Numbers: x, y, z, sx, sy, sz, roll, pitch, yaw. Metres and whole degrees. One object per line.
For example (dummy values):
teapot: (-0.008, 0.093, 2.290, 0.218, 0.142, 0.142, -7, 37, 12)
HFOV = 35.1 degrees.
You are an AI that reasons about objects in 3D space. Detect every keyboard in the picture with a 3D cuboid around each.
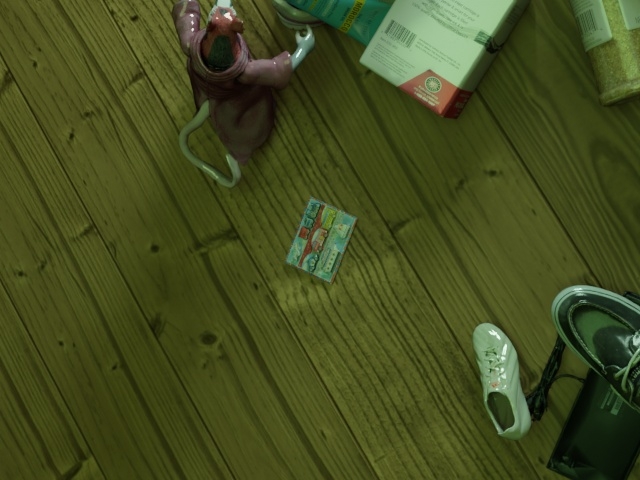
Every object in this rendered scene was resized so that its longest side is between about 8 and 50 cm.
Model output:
keyboard: (0.437, 0.230, 1.603, 0.201, 0.033, 0.317, 24, 101, 13)

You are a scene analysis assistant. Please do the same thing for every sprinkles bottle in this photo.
sprinkles bottle: (0.428, -0.385, 1.519, 0.121, 0.121, 0.356, -17, 88, 21)

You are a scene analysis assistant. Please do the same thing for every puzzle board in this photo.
puzzle board: (0.000, 0.000, 1.768, 0.096, 0.011, 0.128, 25, 102, 18)

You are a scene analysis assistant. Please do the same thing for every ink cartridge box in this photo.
ink cartridge box: (0.202, -0.340, 1.620, 0.172, 0.100, 0.237, 36, 106, 15)

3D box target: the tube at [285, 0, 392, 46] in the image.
tube: (0.009, -0.382, 1.616, 0.207, 0.052, 0.080, 20, 128, -22)

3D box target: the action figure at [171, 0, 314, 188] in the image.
action figure: (-0.173, -0.278, 1.624, 0.248, 0.370, 0.276, 31, 83, 3)

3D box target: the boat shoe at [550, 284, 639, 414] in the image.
boat shoe: (0.487, 0.189, 1.506, 0.335, 0.119, 0.121, 39, 104, 9)

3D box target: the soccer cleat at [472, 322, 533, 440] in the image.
soccer cleat: (0.284, 0.221, 1.615, 0.068, 0.076, 0.196, -30, 65, 32)

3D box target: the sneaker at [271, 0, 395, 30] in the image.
sneaker: (0.027, -0.405, 1.678, 0.252, 0.111, 0.103, -8, 91, 21)
